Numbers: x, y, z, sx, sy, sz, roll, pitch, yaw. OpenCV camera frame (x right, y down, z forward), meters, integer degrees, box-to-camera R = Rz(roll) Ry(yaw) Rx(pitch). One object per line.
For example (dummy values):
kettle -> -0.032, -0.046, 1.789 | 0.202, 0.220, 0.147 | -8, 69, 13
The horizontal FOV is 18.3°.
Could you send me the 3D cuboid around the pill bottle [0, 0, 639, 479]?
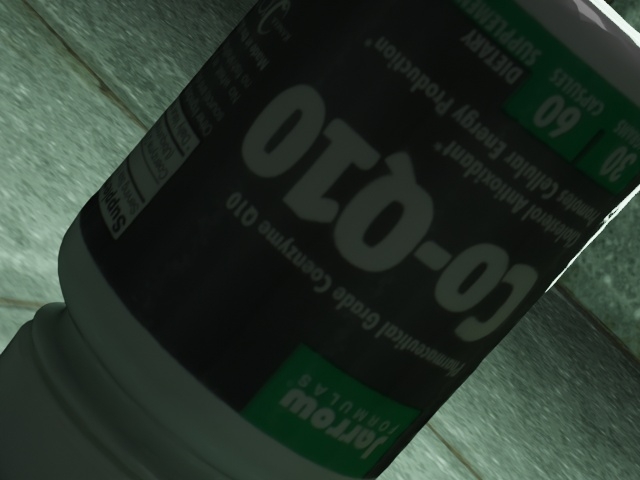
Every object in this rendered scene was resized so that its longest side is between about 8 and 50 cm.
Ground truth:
pill bottle -> 0.000, 0.000, 0.995 | 0.204, 0.361, 0.204 | 38, 12, -10
